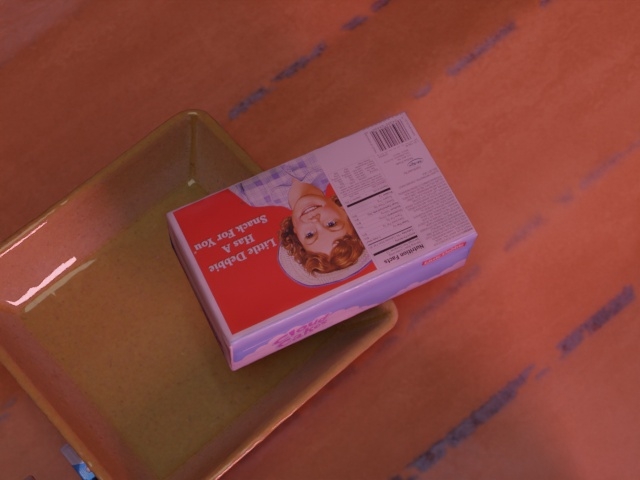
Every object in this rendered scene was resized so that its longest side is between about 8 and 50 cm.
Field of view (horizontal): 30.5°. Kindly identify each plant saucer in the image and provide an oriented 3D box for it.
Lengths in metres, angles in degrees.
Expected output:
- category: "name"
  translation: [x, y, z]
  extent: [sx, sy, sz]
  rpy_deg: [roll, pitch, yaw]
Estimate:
- category: "plant saucer"
  translation: [-0.148, 0.076, 1.205]
  extent: [0.332, 0.081, 0.333]
  rpy_deg: [-39, 72, -17]

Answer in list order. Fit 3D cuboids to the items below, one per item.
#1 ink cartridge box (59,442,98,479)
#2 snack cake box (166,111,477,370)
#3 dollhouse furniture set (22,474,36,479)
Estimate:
- category: "ink cartridge box"
  translation: [-0.219, 0.207, 1.208]
  extent: [0.083, 0.028, 0.048]
  rpy_deg: [-40, 73, -9]
- category: "snack cake box"
  translation: [0.000, 0.000, 1.153]
  extent: [0.264, 0.089, 0.152]
  rpy_deg: [-23, 70, -12]
- category: "dollhouse furniture set"
  translation: [-0.298, 0.339, 1.114]
  extent: [0.183, 0.129, 0.129]
  rpy_deg: [-37, 72, -9]
